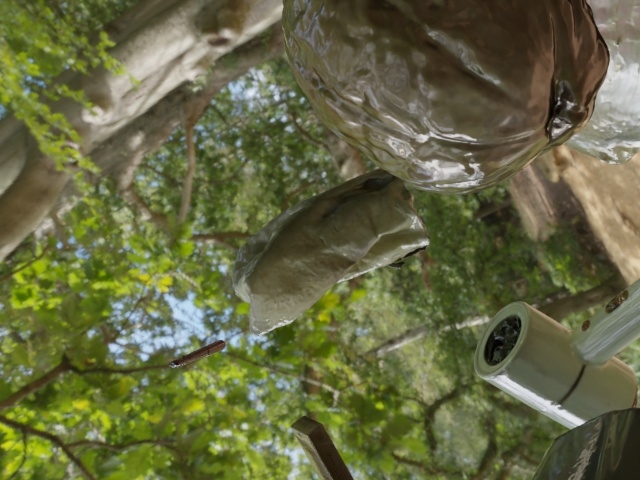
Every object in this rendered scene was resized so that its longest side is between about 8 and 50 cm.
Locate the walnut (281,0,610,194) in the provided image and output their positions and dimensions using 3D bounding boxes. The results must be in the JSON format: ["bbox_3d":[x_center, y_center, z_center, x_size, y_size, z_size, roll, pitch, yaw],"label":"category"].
[{"bbox_3d":[0.067,-0.133,0.441,0.230,0.178,0.178,48,-174,27],"label":"walnut"}]

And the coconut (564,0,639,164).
[{"bbox_3d":[0.325,-0.269,0.714,0.404,0.405,0.404,57,-164,-26],"label":"coconut"}]

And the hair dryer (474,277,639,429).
[{"bbox_3d":[0.396,0.112,0.895,0.203,0.362,0.128,31,-143,-8],"label":"hair dryer"}]

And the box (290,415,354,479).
[{"bbox_3d":[0.003,0.235,0.726,0.083,0.024,0.053,64,157,-8],"label":"box"}]

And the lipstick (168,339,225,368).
[{"bbox_3d":[-0.280,0.260,1.520,0.176,0.027,0.027,-13,-103,-61],"label":"lipstick"}]

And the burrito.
[{"bbox_3d":[0.001,0.001,1.052,0.190,0.332,0.135,64,-179,40],"label":"burrito"}]

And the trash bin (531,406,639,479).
[{"bbox_3d":[0.245,0.291,0.542,0.219,0.220,0.250,42,-133,3],"label":"trash bin"}]
